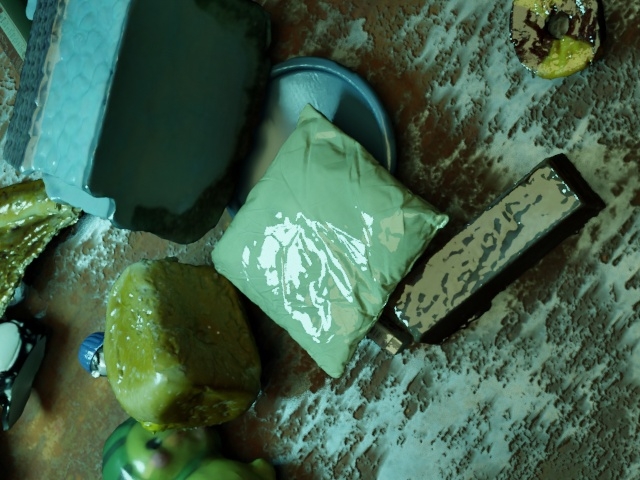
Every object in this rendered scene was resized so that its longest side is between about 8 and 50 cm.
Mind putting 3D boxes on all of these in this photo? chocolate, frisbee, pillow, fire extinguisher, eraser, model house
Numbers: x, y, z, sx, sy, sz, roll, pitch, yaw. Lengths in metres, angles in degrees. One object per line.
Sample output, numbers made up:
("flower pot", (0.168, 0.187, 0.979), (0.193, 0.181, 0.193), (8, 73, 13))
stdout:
("chocolate", (0.223, 0.019, 1.683), (0.321, 0.112, 0.112), (-41, 77, 18))
("frisbee", (-0.018, -0.118, 1.798), (0.289, 0.049, 0.289), (0, 90, 27))
("pillow", (0.000, -0.002, 1.710), (0.274, 0.076, 0.281), (42, 108, 26))
("fire extinguisher", (-0.472, -0.342, 1.936), (0.294, 0.093, 0.118), (56, 150, 9))
("eraser", (0.070, 0.114, 1.777), (0.122, 0.052, 0.029), (39, 107, 14))
("model house", (-0.306, -0.210, 1.777), (0.339, 0.297, 0.360), (17, 97, 34))

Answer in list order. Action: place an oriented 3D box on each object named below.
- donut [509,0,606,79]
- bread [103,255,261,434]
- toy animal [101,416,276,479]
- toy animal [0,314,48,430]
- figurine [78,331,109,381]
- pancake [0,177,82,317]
("donut", (0.317, -0.281, 1.658), (0.140, 0.059, 0.140), (2, 94, 21))
("bread", (-0.205, 0.150, 1.795), (0.176, 0.195, 0.246), (-46, 48, 37))
("toy animal", (-0.176, 0.388, 1.815), (0.338, 0.216, 0.191), (38, 132, 18))
("toy animal", (-0.524, 0.187, 1.956), (0.179, 0.138, 0.166), (20, 65, 18))
("figurine", (-0.310, 0.197, 1.926), (0.136, 0.077, 0.079), (52, 144, -5))
("pancake", (-0.488, 0.018, 1.934), (0.266, 0.057, 0.244), (-12, 58, 24))
